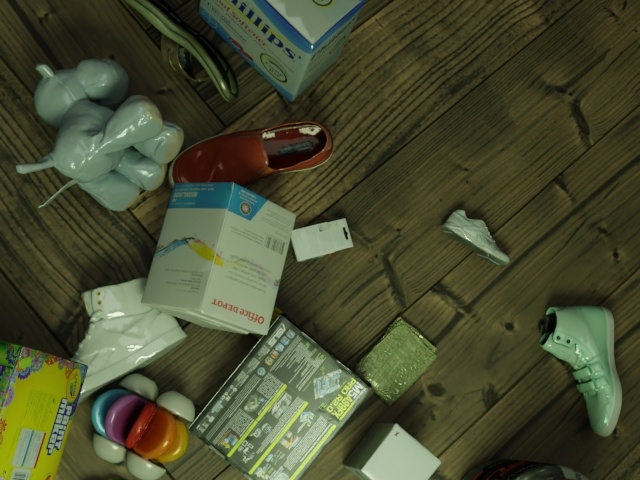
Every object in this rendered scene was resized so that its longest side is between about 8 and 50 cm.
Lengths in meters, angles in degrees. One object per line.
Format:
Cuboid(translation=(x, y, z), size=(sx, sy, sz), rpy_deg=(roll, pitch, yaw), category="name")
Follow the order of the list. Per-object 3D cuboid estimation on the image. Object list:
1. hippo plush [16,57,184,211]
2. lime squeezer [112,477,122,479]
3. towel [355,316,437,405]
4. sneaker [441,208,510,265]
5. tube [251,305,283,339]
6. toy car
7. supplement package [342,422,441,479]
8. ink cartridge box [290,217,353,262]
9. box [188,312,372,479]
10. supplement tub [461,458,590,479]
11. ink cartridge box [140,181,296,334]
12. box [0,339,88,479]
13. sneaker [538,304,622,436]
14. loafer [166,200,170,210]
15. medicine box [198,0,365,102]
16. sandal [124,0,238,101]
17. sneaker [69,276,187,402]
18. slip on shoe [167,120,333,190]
Cuboid(translation=(-0.421, -0.200, 1.706), size=(0.294, 0.234, 0.237), rpy_deg=(-27, 60, -13), category="hippo plush")
Cuboid(translation=(-0.351, 0.473, 1.635), size=(0.310, 0.059, 0.110), rpy_deg=(-11, 81, -12), category="lime squeezer")
Cuboid(translation=(0.145, 0.231, 1.776), size=(0.110, 0.027, 0.148), rpy_deg=(43, 75, 0), category="towel")
Cuboid(translation=(0.316, -0.007, 1.836), size=(0.152, 0.054, 0.061), rpy_deg=(35, 73, -1), category="sneaker")
Cuboid(translation=(-0.062, 0.183, 1.745), size=(0.207, 0.052, 0.080), rpy_deg=(37, 70, 3), category="tube")
Cuboid(translation=(-0.321, 0.318, 1.614), size=(0.182, 0.136, 0.159), rpy_deg=(22, 76, 21), category="toy car")
Cuboid(translation=(0.124, 0.399, 1.662), size=(0.105, 0.179, 0.105), rpy_deg=(41, 76, 1), category="supplement package")
Cuboid(translation=(0.000, 0.000, 1.796), size=(0.115, 0.029, 0.063), rpy_deg=(-14, 81, -12), category="ink cartridge box")
Cuboid(translation=(-0.072, 0.301, 1.681), size=(0.216, 0.060, 0.270), rpy_deg=(39, 90, -1), category="box")
Cuboid(translation=(0.367, 0.487, 1.603), size=(0.207, 0.338, 0.207), rpy_deg=(2, 78, -9), category="supplement tub")
Cuboid(translation=(-0.181, 0.034, 1.658), size=(0.171, 0.168, 0.233), rpy_deg=(27, 71, -46), category="ink cartridge box")
Cuboid(translation=(-0.575, 0.302, 1.510), size=(0.279, 0.177, 0.290), rpy_deg=(9, 76, 26), category="box")
Cuboid(translation=(0.490, 0.248, 1.793), size=(0.151, 0.094, 0.256), rpy_deg=(6, 69, -14), category="sneaker")
Cuboid(translation=(-0.262, -0.011, 1.745), size=(0.056, 0.050, 0.148), rpy_deg=(-13, 81, -11), category="loafer")
Cuboid(translation=(-0.081, -0.437, 1.732), size=(0.263, 0.289, 0.149), rpy_deg=(44, 76, 1), category="medicine box")
Cuboid(translation=(-0.274, -0.372, 1.795), size=(0.303, 0.120, 0.086), rpy_deg=(43, 104, 2), category="sandal")
Cuboid(translation=(-0.407, 0.180, 1.664), size=(0.292, 0.108, 0.169), rpy_deg=(-30, 84, -23), category="sneaker")
Cuboid(translation=(-0.130, -0.162, 1.770), size=(0.331, 0.101, 0.123), rpy_deg=(-14, 84, -10), category="slip on shoe")
